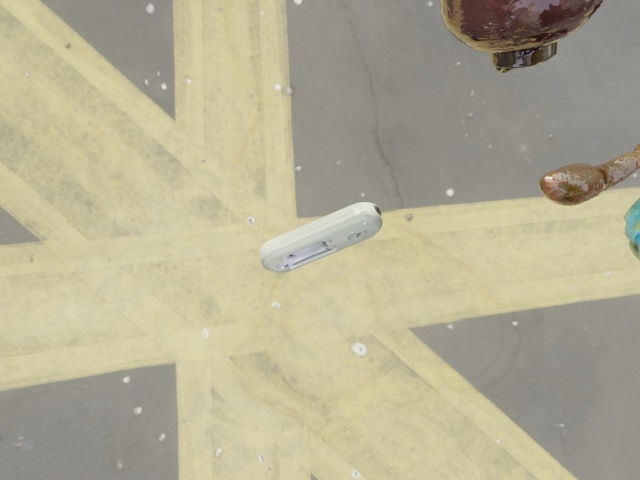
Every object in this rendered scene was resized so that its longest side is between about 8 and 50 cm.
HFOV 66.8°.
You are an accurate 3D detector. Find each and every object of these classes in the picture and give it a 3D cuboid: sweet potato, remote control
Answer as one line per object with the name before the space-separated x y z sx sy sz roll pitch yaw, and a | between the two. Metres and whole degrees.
sweet potato | 0.343 -0.080 0.600 0.214 0.050 0.050 -16 85 -30
remote control | 0.000 0.000 0.811 0.221 0.078 0.042 -22 55 12

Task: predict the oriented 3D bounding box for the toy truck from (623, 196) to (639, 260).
toy truck | 0.398 0.016 0.388 0.278 0.156 0.155 28 115 -6

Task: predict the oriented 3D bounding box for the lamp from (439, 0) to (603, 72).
lamp | 0.202 -0.301 0.486 0.180 0.180 0.258 -32 126 -14
